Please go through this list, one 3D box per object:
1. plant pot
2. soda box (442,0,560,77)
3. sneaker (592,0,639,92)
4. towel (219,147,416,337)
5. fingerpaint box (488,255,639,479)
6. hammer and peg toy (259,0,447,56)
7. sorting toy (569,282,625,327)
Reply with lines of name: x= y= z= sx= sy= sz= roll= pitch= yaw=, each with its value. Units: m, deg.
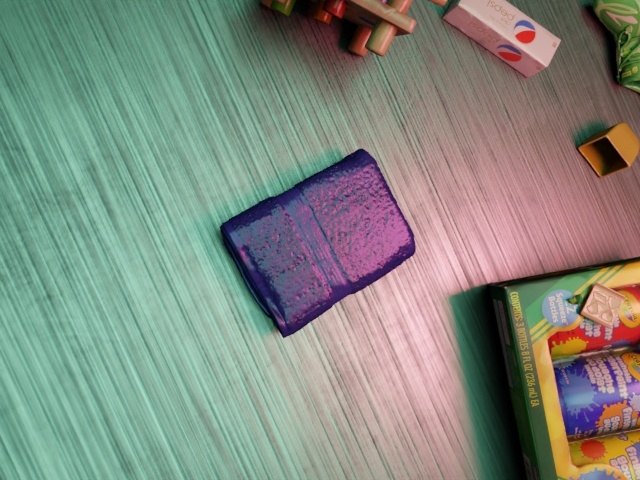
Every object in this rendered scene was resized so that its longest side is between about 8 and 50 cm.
plant pot: x=0.587 y=-0.189 z=1.506 sx=0.083 sy=0.081 sz=0.081 roll=-42 pitch=96 yaw=-25
soda box: x=0.351 y=-0.409 z=1.460 sx=0.216 sy=0.074 sz=0.069 roll=31 pitch=78 yaw=-11
sneaker: x=0.652 y=-0.380 z=1.523 sx=0.123 sy=0.109 sz=0.295 roll=-43 pitch=97 yaw=-19
towel: x=0.000 y=0.000 z=1.331 sx=0.308 sy=0.076 sz=0.227 roll=-30 pitch=101 yaw=-16
fingerpaint box: x=0.537 y=0.263 z=1.352 sx=0.371 sy=0.163 sz=0.444 roll=-10 pitch=88 yaw=2
hammer and peg toy: x=0.035 y=-0.399 z=1.231 sx=0.266 sy=0.361 sz=0.127 roll=25 pitch=99 yaw=-13
sorting toy: x=0.467 y=0.104 z=1.277 sx=0.083 sy=0.012 sz=0.062 roll=27 pitch=92 yaw=2
